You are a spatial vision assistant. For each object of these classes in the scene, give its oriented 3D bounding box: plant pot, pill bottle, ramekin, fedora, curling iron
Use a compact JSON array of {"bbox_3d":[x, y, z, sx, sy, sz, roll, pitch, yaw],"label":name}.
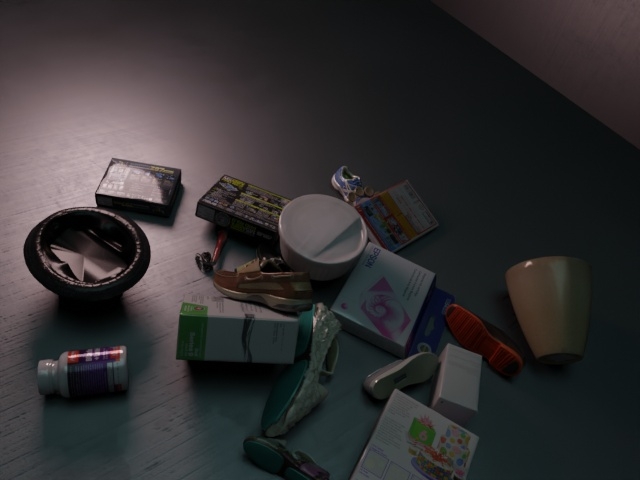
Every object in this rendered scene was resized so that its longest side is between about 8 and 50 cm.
[{"bbox_3d":[0.707,0.225,1.689,0.256,0.256,0.274,7,62,-9],"label":"plant pot"},{"bbox_3d":[-0.559,0.313,1.323,0.193,0.108,0.108,-3,49,-19],"label":"pill bottle"},{"bbox_3d":[0.000,0.000,1.682,0.272,0.127,0.273,7,49,-8],"label":"ramekin"},{"bbox_3d":[-0.620,0.062,1.507,0.333,0.153,0.334,8,47,-9],"label":"fedora"},{"bbox_3d":[-0.321,-0.013,1.742,0.068,0.035,0.274,17,46,1],"label":"curling iron"}]

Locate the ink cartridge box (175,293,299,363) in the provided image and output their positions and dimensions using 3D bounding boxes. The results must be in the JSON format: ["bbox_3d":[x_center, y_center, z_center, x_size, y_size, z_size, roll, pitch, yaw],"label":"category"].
[{"bbox_3d":[-0.212,0.224,1.425,0.288,0.122,0.211,5,6,-11],"label":"ink cartridge box"}]

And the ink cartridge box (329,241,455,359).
[{"bbox_3d":[0.231,0.187,1.690,0.330,0.072,0.324,25,46,9],"label":"ink cartridge box"}]

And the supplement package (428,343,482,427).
[{"bbox_3d":[0.364,0.392,1.509,0.105,0.105,0.179,21,46,3],"label":"supplement package"}]

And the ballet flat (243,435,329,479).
[{"bbox_3d":[-0.077,0.514,1.305,0.221,0.077,0.079,30,29,6],"label":"ballet flat"}]

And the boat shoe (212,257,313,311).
[{"bbox_3d":[-0.150,0.104,1.476,0.324,0.117,0.123,9,4,32],"label":"boat shoe"}]

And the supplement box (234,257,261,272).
[{"bbox_3d":[-0.197,0.110,1.622,0.083,0.056,0.083,-25,51,12],"label":"supplement box"}]

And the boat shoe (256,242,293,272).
[{"bbox_3d":[-0.125,0.083,1.680,0.083,0.079,0.233,-13,51,-26],"label":"boat shoe"}]

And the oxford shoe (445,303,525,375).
[{"bbox_3d":[0.491,0.288,1.667,0.271,0.097,0.098,44,32,19],"label":"oxford shoe"}]

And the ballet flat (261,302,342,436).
[{"bbox_3d":[-0.023,0.335,1.444,0.146,0.147,0.409,19,46,2],"label":"ballet flat"}]

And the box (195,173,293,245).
[{"bbox_3d":[-0.236,-0.103,1.803,0.269,0.060,0.216,21,33,3],"label":"box"}]

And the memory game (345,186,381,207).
[{"bbox_3d":[0.164,-0.102,1.927,0.186,0.012,0.186,9,67,-23],"label":"memory game"}]

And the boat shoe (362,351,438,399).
[{"bbox_3d":[0.215,0.356,1.516,0.227,0.079,0.081,-19,13,-25],"label":"boat shoe"}]

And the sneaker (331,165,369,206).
[{"bbox_3d":[0.119,-0.176,1.981,0.080,0.081,0.211,-28,67,-37],"label":"sneaker"}]

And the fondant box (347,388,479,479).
[{"bbox_3d":[0.209,0.555,1.323,0.238,0.096,0.330,28,48,11],"label":"fondant box"}]

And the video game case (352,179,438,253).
[{"bbox_3d":[0.261,-0.079,1.931,0.285,0.025,0.204,-27,79,-34],"label":"video game case"}]

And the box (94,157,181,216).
[{"bbox_3d":[-0.583,-0.174,1.802,0.232,0.059,0.184,9,47,-6],"label":"box"}]
